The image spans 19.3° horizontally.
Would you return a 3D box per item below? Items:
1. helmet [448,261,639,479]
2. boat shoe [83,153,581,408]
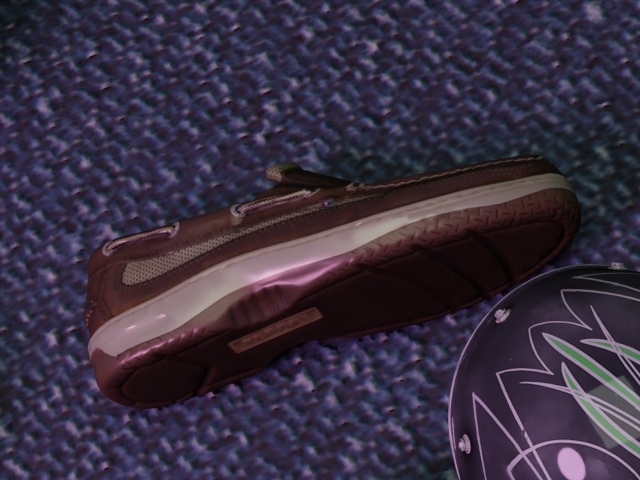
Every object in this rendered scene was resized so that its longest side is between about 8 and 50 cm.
[{"bbox_3d":[0.142,0.095,0.848,0.169,0.161,0.169,-3,67,8],"label":"helmet"},{"bbox_3d":[-0.002,-0.004,0.953,0.257,0.095,0.095,-18,60,2],"label":"boat shoe"}]
